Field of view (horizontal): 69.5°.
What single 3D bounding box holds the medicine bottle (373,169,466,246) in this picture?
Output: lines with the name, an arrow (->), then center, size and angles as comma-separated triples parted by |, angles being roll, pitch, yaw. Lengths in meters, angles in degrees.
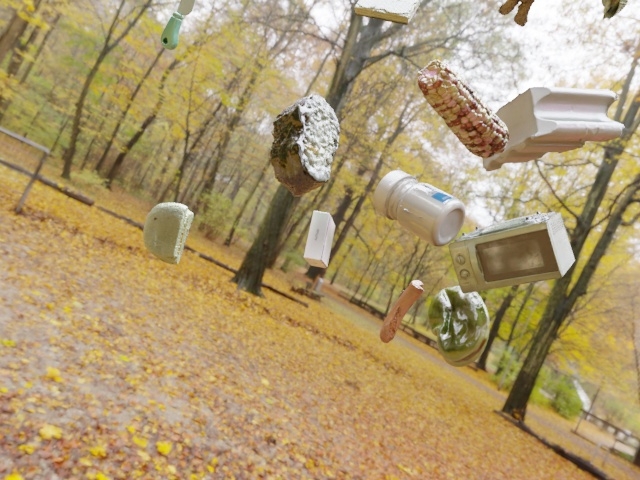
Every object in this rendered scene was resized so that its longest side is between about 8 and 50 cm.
medicine bottle -> 0.200, -0.067, 0.938 | 0.168, 0.105, 0.105 | 36, 4, 39

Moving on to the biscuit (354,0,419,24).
biscuit -> 0.228, -0.804, 1.581 | 0.199, 0.121, 0.041 | 20, -28, 18

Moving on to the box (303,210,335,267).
box -> 0.000, 0.000, 1.273 | 0.051, 0.130, 0.129 | 9, -11, 10

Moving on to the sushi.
sushi -> -0.056, -0.321, 1.550 | 0.170, 0.350, 0.211 | -12, -28, 39

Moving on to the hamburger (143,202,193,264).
hamburger -> -0.305, -0.018, 0.901 | 0.084, 0.121, 0.054 | 14, 3, 6

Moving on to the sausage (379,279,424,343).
sausage -> 0.317, 0.286, 1.845 | 0.078, 0.304, 0.078 | 28, 16, -9

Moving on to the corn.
corn -> 0.300, -0.264, 0.948 | 0.280, 0.092, 0.092 | 31, -5, -39

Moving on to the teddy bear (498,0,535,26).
teddy bear -> 0.556, -0.671, 1.231 | 0.119, 0.160, 0.078 | 35, 21, 7

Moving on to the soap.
soap -> 0.647, -0.314, 1.328 | 0.302, 0.159, 0.258 | -2, -16, -19

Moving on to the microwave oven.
microwave oven -> 0.402, 0.021, 0.977 | 0.205, 0.129, 0.163 | -16, 2, 38

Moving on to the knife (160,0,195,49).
knife -> -0.414, -0.700, 1.390 | 0.063, 0.260, 0.034 | 38, 21, 19

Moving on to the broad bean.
broad bean -> 0.334, 0.197, 1.120 | 0.153, 0.207, 0.072 | -14, -35, 30

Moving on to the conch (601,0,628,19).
conch -> 0.745, -0.605, 1.159 | 0.056, 0.085, 0.076 | -12, 18, 1
